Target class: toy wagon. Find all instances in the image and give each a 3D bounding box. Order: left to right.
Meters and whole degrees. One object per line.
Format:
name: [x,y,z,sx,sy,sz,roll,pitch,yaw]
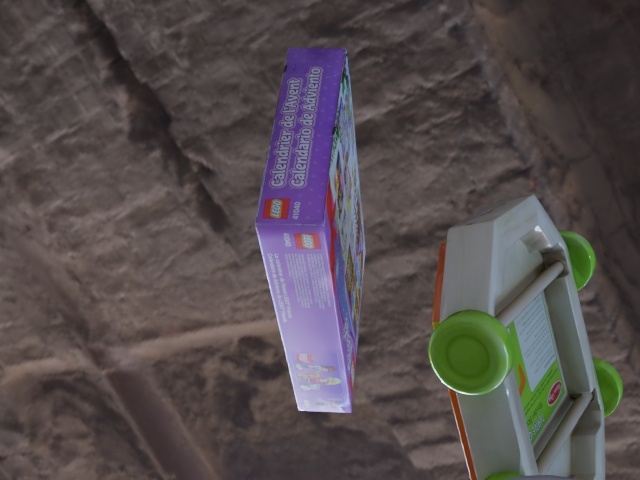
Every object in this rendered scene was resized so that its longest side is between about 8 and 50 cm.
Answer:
toy wagon: [0.176,0.142,0.758,0.068,0.345,0.267,-10,-172,30]

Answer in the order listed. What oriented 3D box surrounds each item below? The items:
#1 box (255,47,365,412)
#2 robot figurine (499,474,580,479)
box: [0.000,0.000,0.879,0.057,0.293,0.201,1,-128,8]
robot figurine: [0.157,0.244,0.452,0.200,0.353,0.300,-60,-175,1]
